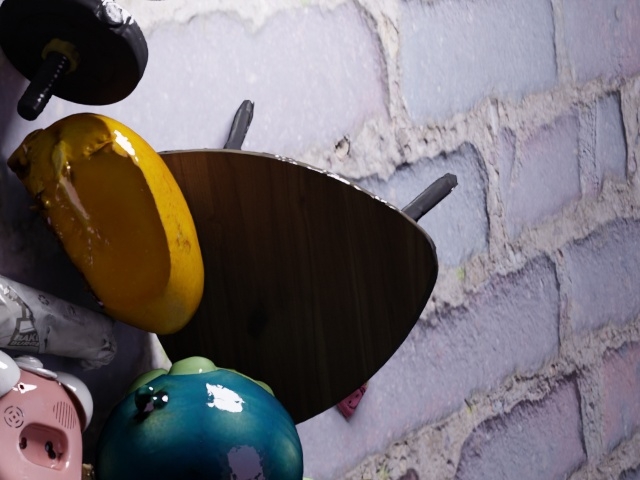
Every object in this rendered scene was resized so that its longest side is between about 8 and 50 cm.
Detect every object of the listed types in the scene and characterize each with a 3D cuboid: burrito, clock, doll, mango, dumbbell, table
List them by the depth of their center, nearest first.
[{"bbox_3d":[-0.265,0.180,1.657,0.166,0.092,0.162,26,64,-53],"label":"clock"},{"bbox_3d":[-0.256,0.077,1.705,0.203,0.064,0.064,25,68,-53],"label":"burrito"},{"bbox_3d":[-0.200,-0.233,1.729,0.143,0.143,0.325,57,44,-38],"label":"dumbbell"},{"bbox_3d":[-0.183,-0.010,1.750,0.252,0.126,0.154,58,9,-36],"label":"mango"},{"bbox_3d":[-0.097,0.241,1.809,0.322,0.198,0.186,53,21,-37],"label":"doll"},{"bbox_3d":[0.000,0.000,1.933,0.249,0.317,0.317,-54,133,-63],"label":"table"}]

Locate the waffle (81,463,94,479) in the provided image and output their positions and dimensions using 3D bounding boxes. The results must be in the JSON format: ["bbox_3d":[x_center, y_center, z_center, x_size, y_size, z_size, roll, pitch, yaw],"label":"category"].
[{"bbox_3d":[-0.210,0.277,1.763,0.097,0.023,0.153,0,103,-57],"label":"waffle"}]

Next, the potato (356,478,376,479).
[{"bbox_3d":[0.065,0.339,2.129,0.176,0.137,0.137,-7,94,-59],"label":"potato"}]

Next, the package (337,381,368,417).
[{"bbox_3d":[0.039,0.160,2.185,0.083,0.029,0.059,-63,146,-21],"label":"package"}]
